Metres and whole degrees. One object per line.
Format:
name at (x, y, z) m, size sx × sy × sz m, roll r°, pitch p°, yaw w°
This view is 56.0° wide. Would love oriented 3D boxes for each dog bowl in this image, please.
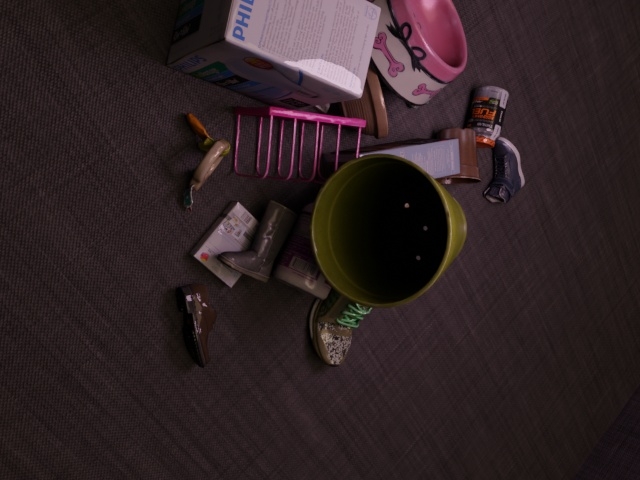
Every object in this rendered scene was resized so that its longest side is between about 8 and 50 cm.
dog bowl at (0.263, -0.594, 1.678) m, size 0.408 × 0.150 × 0.407 m, roll 25°, pitch 56°, yaw -42°

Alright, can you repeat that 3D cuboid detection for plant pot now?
plant pot at (0.107, -0.395, 1.703) m, size 0.110 × 0.237 × 0.237 m, roll -15°, pitch 108°, yaw 1°
plant pot at (0.219, -0.027, 1.571) m, size 0.353 × 0.367 × 0.366 m, roll -3°, pitch 100°, yaw -59°
plant pot at (0.440, -0.274, 1.962) m, size 0.167 × 0.167 × 0.165 m, roll 4°, pitch 86°, yaw -34°

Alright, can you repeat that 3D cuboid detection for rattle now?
rattle at (-0.329, -0.192, 1.510) m, size 0.143 × 0.130 × 0.199 m, roll 34°, pitch 105°, yaw -22°

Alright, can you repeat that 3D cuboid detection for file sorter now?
file sorter at (-0.063, -0.247, 1.600) m, size 0.291 × 0.202 × 0.182 m, roll 0°, pitch 100°, yaw -34°

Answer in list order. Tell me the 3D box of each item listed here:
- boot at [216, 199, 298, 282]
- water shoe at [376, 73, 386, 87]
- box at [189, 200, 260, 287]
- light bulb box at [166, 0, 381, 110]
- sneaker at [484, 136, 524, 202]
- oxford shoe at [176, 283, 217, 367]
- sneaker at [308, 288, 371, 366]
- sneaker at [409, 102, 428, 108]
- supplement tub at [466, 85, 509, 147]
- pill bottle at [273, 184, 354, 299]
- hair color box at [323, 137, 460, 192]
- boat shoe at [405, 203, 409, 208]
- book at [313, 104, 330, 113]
boot at (-0.162, -0.008, 1.596) m, size 0.190 × 0.076 × 0.208 m, roll 27°, pitch 89°, yaw -49°
water shoe at (0.234, -0.508, 1.828) m, size 0.203 × 0.080 × 0.072 m, roll -16°, pitch 105°, yaw -31°
box at (-0.238, 0.010, 1.616) m, size 0.145 × 0.038 × 0.186 m, roll 45°, pitch 71°, yaw -30°
light bulb box at (-0.120, -0.483, 1.430) m, size 0.361 × 0.358 × 0.225 m, roll 13°, pitch 88°, yaw -33°
sneaker at (0.637, -0.238, 2.132) m, size 0.163 × 0.086 × 0.226 m, roll -42°, pitch 118°, yaw -25°
oxford shoe at (-0.308, 0.222, 1.576) m, size 0.096 × 0.083 × 0.227 m, roll -13°, pitch 105°, yaw -36°
sneaker at (0.091, 0.180, 1.773) m, size 0.158 × 0.182 × 0.410 m, roll 13°, pitch 90°, yaw -34°
sneaker at (0.334, -0.473, 1.922) m, size 0.166 × 0.065 × 0.076 m, roll -30°, pitch 129°, yaw -23°
supplement tub at (0.562, -0.416, 2.038) m, size 0.117 × 0.117 × 0.190 m, roll 12°, pitch 89°, yaw -34°
pill bottle at (0.000, 0.000, 1.695) m, size 0.169 × 0.169 × 0.301 m, roll 31°, pitch 80°, yaw -33°
hair color box at (0.215, -0.229, 1.793) m, size 0.375 × 0.185 × 0.113 m, roll -15°, pitch 105°, yaw -31°
boat shoe at (0.229, -0.104, 1.872) m, size 0.302 × 0.109 × 0.098 m, roll -24°, pitch 109°, yaw -34°
book at (0.008, -0.448, 1.717) m, size 0.096 × 0.035 × 0.144 m, roll 29°, pitch 81°, yaw -36°
